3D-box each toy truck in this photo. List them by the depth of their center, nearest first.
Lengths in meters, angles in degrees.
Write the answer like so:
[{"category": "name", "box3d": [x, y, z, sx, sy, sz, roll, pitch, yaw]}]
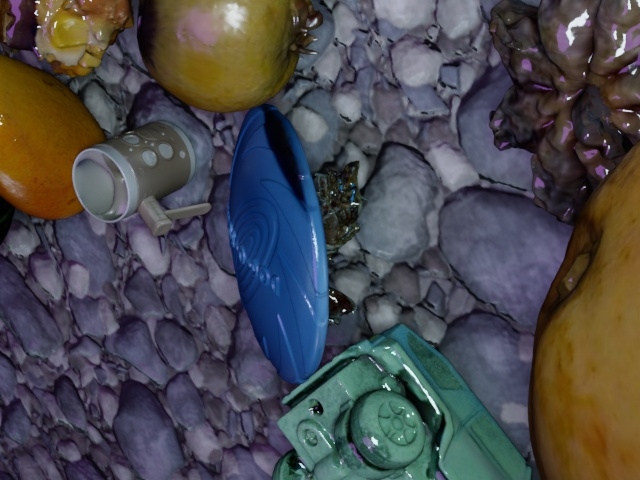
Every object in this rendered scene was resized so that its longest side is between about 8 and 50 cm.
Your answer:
[{"category": "toy truck", "box3d": [0.088, 0.218, 1.169, 0.279, 0.156, 0.155, 52, 134, 6]}]

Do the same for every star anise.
[{"category": "star anise", "box3d": [0.206, -0.097, 0.954, 0.236, 0.109, 0.223, 53, 130, 8]}]

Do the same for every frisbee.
[{"category": "frisbee", "box3d": [-0.048, 0.005, 1.168, 0.242, 0.045, 0.242, 172, 90, -72]}]

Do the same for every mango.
[{"category": "mango", "box3d": [-0.273, -0.105, 1.289, 0.102, 0.141, 0.217, -8, 145, 31]}]

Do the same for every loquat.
[{"category": "loquat", "box3d": [-0.079, -0.179, 1.121, 0.163, 0.137, 0.163, 4, 101, 22]}]

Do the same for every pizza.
[{"category": "pizza", "box3d": [-0.212, -0.274, 1.142, 0.409, 0.114, 0.277, 111, 152, -49]}]

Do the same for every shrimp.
[{"category": "shrimp", "box3d": [-0.004, -0.001, 1.190, 0.076, 0.082, 0.174, 25, 132, 23]}]

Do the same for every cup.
[{"category": "cup", "box3d": [-0.159, -0.062, 1.271, 0.102, 0.099, 0.074, 23, 125, 28]}]

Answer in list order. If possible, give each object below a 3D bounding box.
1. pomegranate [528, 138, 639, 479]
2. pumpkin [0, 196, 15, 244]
[{"category": "pomegranate", "box3d": [0.314, 0.098, 0.769, 0.411, 0.411, 0.411, 18, 122, 32]}, {"category": "pumpkin", "box3d": [-0.397, -0.072, 1.397, 0.250, 0.216, 0.249, 22, 116, 57]}]
